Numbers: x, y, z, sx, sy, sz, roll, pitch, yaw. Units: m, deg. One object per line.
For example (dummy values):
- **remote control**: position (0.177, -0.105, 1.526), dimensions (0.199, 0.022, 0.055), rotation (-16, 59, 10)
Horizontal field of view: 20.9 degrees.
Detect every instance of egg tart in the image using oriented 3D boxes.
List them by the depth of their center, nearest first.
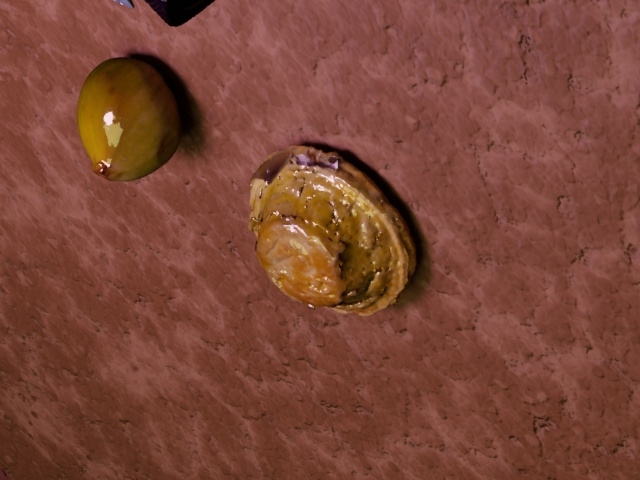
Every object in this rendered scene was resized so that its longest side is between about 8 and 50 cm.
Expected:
- **egg tart**: position (0.000, 0.000, 2.064), dimensions (0.241, 0.106, 0.241), rotation (26, 139, 25)

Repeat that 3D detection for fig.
- **fig**: position (-0.236, -0.152, 2.153), dimensions (0.136, 0.120, 0.153), rotation (-7, 98, 58)

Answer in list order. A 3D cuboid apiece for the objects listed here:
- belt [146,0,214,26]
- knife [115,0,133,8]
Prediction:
- **belt**: position (-0.138, -0.362, 1.746), dimensions (0.164, 0.184, 0.289), rotation (44, 143, 12)
- **knife**: position (-0.352, -0.366, 2.136), dimensions (0.313, 0.019, 0.044), rotation (34, 154, 17)
